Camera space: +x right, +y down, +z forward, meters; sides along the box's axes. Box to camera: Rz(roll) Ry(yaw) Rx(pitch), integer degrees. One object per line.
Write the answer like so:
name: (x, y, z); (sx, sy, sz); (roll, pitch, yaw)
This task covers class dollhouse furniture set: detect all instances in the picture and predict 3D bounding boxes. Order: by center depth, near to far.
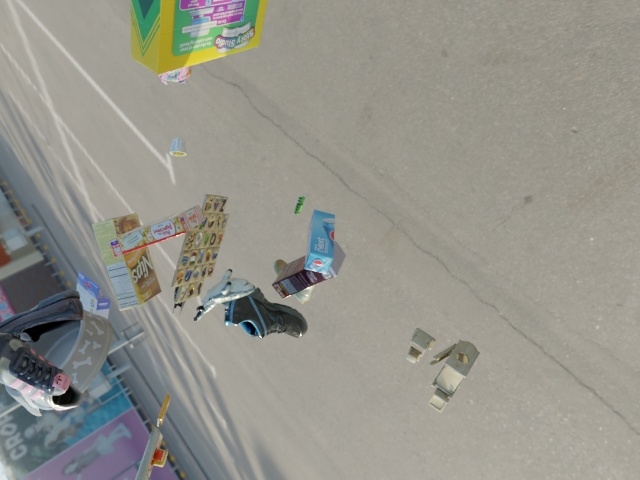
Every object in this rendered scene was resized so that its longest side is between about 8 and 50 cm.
dollhouse furniture set: (0.294, 0.320, 1.322); (0.161, 0.101, 0.182); (33, 136, 19)

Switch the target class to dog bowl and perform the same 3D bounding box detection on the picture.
dog bowl: (-0.823, 0.360, 1.591); (0.349, 0.349, 0.102); (27, 160, 47)

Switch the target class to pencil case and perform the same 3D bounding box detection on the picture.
pencil case: (-0.512, -0.655, 1.673); (0.124, 0.124, 0.284); (45, 158, 27)

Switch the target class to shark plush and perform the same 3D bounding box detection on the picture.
shark plush: (-0.232, 0.142, 1.182); (0.067, 0.161, 0.073); (47, 179, -24)

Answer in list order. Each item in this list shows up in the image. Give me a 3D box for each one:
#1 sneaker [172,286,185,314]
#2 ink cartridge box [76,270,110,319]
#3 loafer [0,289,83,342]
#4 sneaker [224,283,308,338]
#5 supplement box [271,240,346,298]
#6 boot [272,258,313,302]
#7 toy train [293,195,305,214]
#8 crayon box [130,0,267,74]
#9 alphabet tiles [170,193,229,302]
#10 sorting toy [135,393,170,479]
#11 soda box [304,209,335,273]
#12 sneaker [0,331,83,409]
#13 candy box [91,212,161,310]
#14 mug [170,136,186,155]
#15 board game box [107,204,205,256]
sneaker: (-0.505, 0.180, 1.843); (0.170, 0.051, 0.089); (-96, 20, -48)
ink cartridge box: (-0.877, 0.288, 1.939); (0.186, 0.065, 0.311); (22, 107, 40)
loafer: (-0.830, 0.250, 1.480); (0.095, 0.302, 0.109); (62, -179, 14)
sneaker: (-0.179, 0.260, 1.640); (0.125, 0.140, 0.341); (-15, 143, 41)
supplement box: (-0.040, 0.102, 1.739); (0.239, 0.130, 0.073); (-25, 109, 30)
boot: (-0.089, 0.117, 1.983); (0.213, 0.077, 0.165); (49, 133, 22)
toy train: (-0.072, -0.121, 1.762); (0.017, 0.023, 0.083); (53, 141, 29)
crayon box: (-0.267, -0.587, 1.188); (0.106, 0.363, 0.313); (36, 134, 16)
alphabet tiles: (-0.369, 0.023, 1.591); (0.011, 0.342, 0.285); (18, -175, 9)
sorting toy: (-0.391, 0.533, 1.171); (0.047, 0.348, 0.196); (17, 152, -8)
soda box: (0.000, 0.000, 1.514); (0.210, 0.071, 0.067); (-85, 12, -50)
sneaker: (-0.688, 0.322, 1.244); (0.131, 0.112, 0.319); (5, 144, 7)
candy box: (-0.687, 0.070, 1.824); (0.183, 0.087, 0.316); (-55, -49, -77)
mug: (-0.557, -0.368, 1.998); (0.078, 0.062, 0.064); (165, 107, -68)
board game box: (-0.403, -0.026, 1.268); (0.147, 0.193, 0.045); (-66, -43, -74)
